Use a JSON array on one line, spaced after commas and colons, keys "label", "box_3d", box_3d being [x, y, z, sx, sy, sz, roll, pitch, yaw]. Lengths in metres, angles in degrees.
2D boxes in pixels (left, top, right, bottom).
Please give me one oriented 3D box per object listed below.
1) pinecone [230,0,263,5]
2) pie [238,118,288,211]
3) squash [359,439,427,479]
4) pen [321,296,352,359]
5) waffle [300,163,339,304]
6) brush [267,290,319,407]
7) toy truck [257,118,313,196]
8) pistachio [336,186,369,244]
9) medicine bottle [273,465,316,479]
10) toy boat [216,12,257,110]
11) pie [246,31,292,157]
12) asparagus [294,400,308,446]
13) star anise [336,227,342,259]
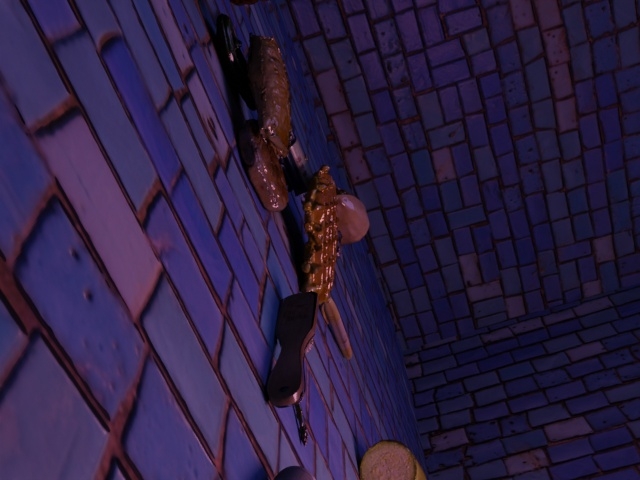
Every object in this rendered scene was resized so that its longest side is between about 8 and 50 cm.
[{"label": "pinecone", "box_3d": [-0.165, -0.572, 1.234, 0.292, 0.246, 0.246, -42, 115, -67]}, {"label": "pie", "box_3d": [-0.114, -0.152, 1.320, 0.195, 0.046, 0.195, -16, 90, -81]}, {"label": "squash", "box_3d": [0.179, 0.551, 1.492, 0.247, 0.132, 0.133, 61, 13, -52]}, {"label": "pen", "box_3d": [0.040, 0.221, 1.626, 0.032, 0.040, 0.233, -96, 171, -49]}, {"label": "waffle", "box_3d": [0.001, -0.009, 1.500, 0.281, 0.058, 0.301, 60, 33, -70]}, {"label": "brush", "box_3d": [-0.040, 0.179, 1.065, 0.327, 0.069, 0.065, -82, 164, -69]}, {"label": "toy truck", "box_3d": [-0.077, -0.190, 1.496, 0.074, 0.088, 0.202, -96, 166, -51]}, {"label": "pistachio", "box_3d": [0.067, -0.082, 2.126, 0.229, 0.157, 0.157, 56, 17, -46]}, {"label": "medicine bottle", "box_3d": [-0.038, 0.308, 0.781, 0.091, 0.058, 0.058, 17, 56, -80]}, {"label": "toy boat", "box_3d": [-0.171, -0.367, 1.364, 0.104, 0.052, 0.210, -95, 166, -49]}, {"label": "pie", "box_3d": [-0.100, -0.297, 1.333, 0.128, 0.068, 0.283, 47, 33, -56]}, {"label": "asparagus", "box_3d": [-0.035, 0.270, 1.050, 0.015, 0.014, 0.114, 3, 64, -45]}, {"label": "star anise", "box_3d": [0.027, -0.019, 1.947, 0.204, 0.061, 0.181, 56, 18, -63]}]
